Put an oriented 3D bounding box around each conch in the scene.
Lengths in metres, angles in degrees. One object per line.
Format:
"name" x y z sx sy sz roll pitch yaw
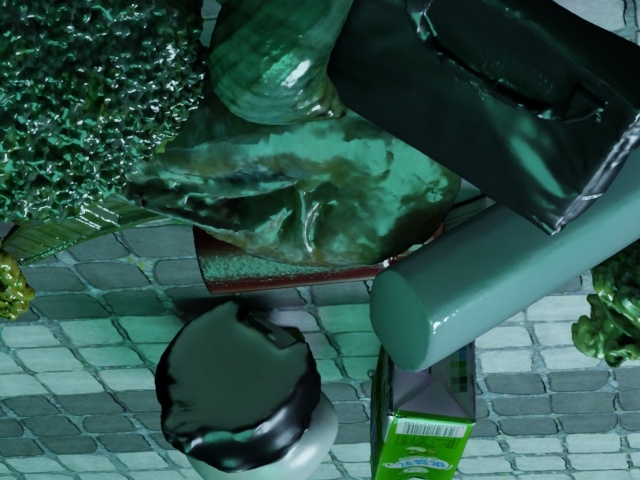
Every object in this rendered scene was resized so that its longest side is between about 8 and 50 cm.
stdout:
"conch" -0.033 -0.178 1.578 0.122 0.176 0.188 5 116 2

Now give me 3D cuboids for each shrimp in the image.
"shrimp" -0.084 -0.064 1.829 0.446 0.110 0.221 -1 125 15

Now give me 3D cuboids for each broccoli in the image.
"broccoli" -0.238 -0.179 1.535 0.375 0.302 0.249 -11 148 -47
"broccoli" 0.405 0.096 2.027 0.288 0.245 0.248 6 164 -1

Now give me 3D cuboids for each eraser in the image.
"eraser" 0.194 0.010 1.851 0.290 0.104 0.189 -30 171 -15

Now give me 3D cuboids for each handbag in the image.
"handbag" 0.141 -0.141 1.612 0.275 0.088 0.244 35 151 4

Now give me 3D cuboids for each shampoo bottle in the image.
"shampoo bottle" 0.000 0.000 2.037 0.260 0.064 0.102 -6 116 16

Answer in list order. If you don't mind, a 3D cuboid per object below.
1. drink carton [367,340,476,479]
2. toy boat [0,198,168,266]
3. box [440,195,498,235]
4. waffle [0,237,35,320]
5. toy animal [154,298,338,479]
"drink carton" 0.120 0.194 2.363 0.108 0.161 0.271 4 153 -3
"toy boat" -0.224 -0.037 2.005 0.293 0.055 0.093 -17 150 34
"box" 0.171 0.011 2.085 0.130 0.051 0.129 -20 147 40
"waffle" -0.423 0.008 2.060 0.245 0.052 0.254 18 156 10
"toy animal" -0.085 0.198 2.349 0.212 0.212 0.267 -3 159 10
